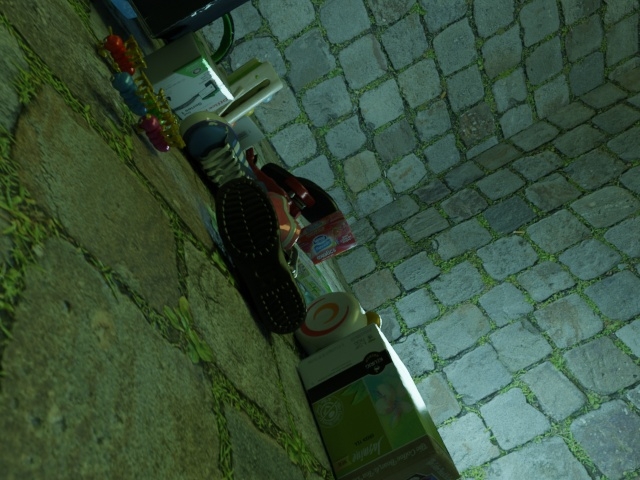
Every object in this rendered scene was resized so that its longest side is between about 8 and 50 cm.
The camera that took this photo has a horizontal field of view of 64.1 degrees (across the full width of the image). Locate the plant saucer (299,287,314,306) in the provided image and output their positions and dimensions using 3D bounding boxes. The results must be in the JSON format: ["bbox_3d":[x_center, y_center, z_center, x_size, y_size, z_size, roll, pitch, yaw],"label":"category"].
[{"bbox_3d":[-0.005,0.282,1.630,0.318,0.043,0.317,61,4,-7],"label":"plant saucer"}]

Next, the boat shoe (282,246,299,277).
[{"bbox_3d":[-0.113,0.050,1.641,0.206,0.075,0.065,-102,167,-59],"label":"boat shoe"}]

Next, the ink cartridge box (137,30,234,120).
[{"bbox_3d":[-0.346,-0.420,1.347,0.093,0.160,0.219,64,6,17],"label":"ink cartridge box"}]

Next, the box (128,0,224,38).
[{"bbox_3d":[-0.402,-0.797,1.298,0.472,0.297,0.480,62,4,-22],"label":"box"}]

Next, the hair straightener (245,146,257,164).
[{"bbox_3d":[-0.278,-0.315,2.200,0.089,0.047,0.230,58,6,-37],"label":"hair straightener"}]

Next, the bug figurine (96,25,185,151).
[{"bbox_3d":[-0.354,-0.286,1.001,0.279,0.072,0.216,59,-5,45],"label":"bug figurine"}]

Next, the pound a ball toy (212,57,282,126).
[{"bbox_3d":[-0.271,-0.450,1.682,0.208,0.319,0.136,41,-13,53],"label":"pound a ball toy"}]

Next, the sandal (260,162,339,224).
[{"bbox_3d":[-0.068,-0.206,2.192,0.445,0.107,0.168,37,-48,19],"label":"sandal"}]

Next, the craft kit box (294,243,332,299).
[{"bbox_3d":[-0.048,0.112,1.809,0.250,0.061,0.247,50,6,-30],"label":"craft kit box"}]

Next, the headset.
[{"bbox_3d":[-0.449,-0.747,1.808,0.185,0.244,0.394,34,21,30],"label":"headset"}]

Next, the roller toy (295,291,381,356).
[{"bbox_3d":[0.042,0.247,1.382,0.191,0.209,0.146,14,-38,49],"label":"roller toy"}]

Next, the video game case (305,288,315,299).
[{"bbox_3d":[-0.017,0.211,2.038,0.207,0.026,0.227,61,4,-9],"label":"video game case"}]

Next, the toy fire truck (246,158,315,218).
[{"bbox_3d":[-0.176,-0.189,1.997,0.254,0.169,0.302,43,-1,15],"label":"toy fire truck"}]

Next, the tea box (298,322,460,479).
[{"bbox_3d":[0.143,0.434,1.220,0.329,0.219,0.324,55,6,-50],"label":"tea box"}]

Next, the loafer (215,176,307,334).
[{"bbox_3d":[-0.148,0.039,1.152,0.130,0.133,0.366,141,-69,-71],"label":"loafer"}]

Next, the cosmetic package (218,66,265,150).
[{"bbox_3d":[-0.343,-0.483,1.922,0.225,0.138,0.224,64,5,13],"label":"cosmetic package"}]

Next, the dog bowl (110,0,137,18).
[{"bbox_3d":[-0.550,-0.701,1.339,0.166,0.074,0.297,62,5,13],"label":"dog bowl"}]

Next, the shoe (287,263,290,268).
[{"bbox_3d":[-0.103,0.124,1.380,0.077,0.058,0.219,59,5,-26],"label":"shoe"}]

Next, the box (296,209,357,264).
[{"bbox_3d":[0.000,0.000,2.044,0.123,0.256,0.128,62,4,-24],"label":"box"}]

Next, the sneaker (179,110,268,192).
[{"bbox_3d":[-0.222,-0.157,1.299,0.236,0.130,0.323,59,-2,23],"label":"sneaker"}]

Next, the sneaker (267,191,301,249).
[{"bbox_3d":[-0.169,-0.095,1.679,0.136,0.116,0.314,27,15,-34],"label":"sneaker"}]
